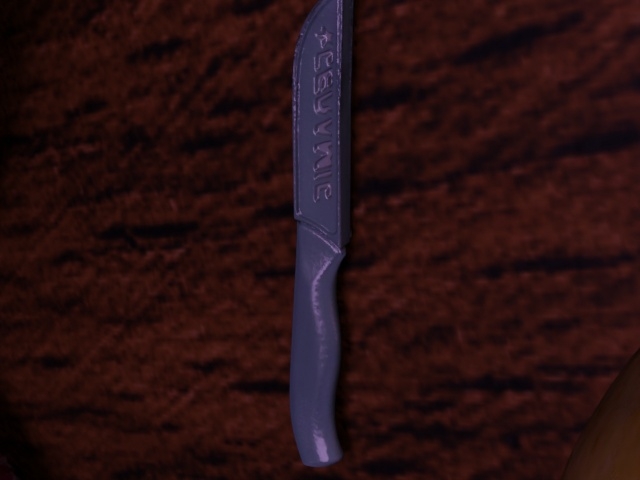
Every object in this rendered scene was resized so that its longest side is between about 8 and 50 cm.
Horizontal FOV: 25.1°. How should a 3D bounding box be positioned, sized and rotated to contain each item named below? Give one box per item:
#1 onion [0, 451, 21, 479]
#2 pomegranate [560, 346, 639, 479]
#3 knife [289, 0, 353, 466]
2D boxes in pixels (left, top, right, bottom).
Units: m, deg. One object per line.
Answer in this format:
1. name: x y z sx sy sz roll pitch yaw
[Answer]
1. onion: -0.271 0.206 0.840 0.272 0.195 0.272 -1 84 13
2. pomegranate: 0.140 0.087 0.329 0.191 0.191 0.191 22 122 40
3. knife: 0.000 0.000 0.569 0.028 0.015 0.210 27 125 45
